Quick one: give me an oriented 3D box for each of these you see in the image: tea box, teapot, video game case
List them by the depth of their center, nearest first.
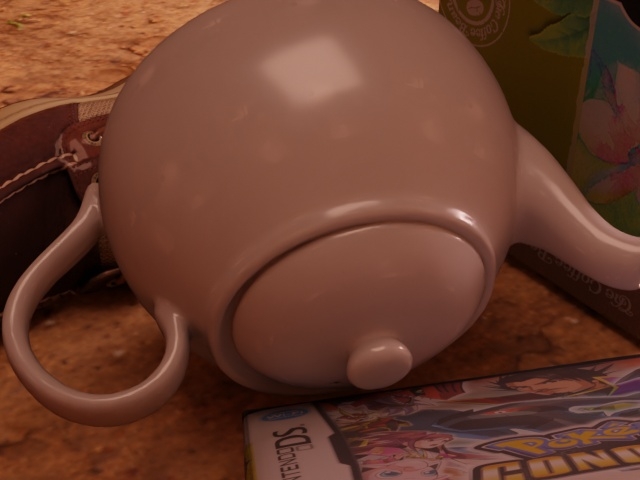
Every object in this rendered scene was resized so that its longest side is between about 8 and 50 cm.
[{"bbox_3d":[0.103,0.094,0.500,0.275,0.035,0.248,-8,3,-4],"label":"video game case"},{"bbox_3d":[0.000,0.000,0.609,0.253,0.256,0.187,22,37,-39],"label":"teapot"},{"bbox_3d":[0.267,-0.162,0.749,0.329,0.323,0.220,-22,40,-31],"label":"tea box"}]

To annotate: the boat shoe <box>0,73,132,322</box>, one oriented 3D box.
[{"bbox_3d":[-0.131,-0.030,0.744,0.123,0.123,0.342,18,31,28],"label":"boat shoe"}]
